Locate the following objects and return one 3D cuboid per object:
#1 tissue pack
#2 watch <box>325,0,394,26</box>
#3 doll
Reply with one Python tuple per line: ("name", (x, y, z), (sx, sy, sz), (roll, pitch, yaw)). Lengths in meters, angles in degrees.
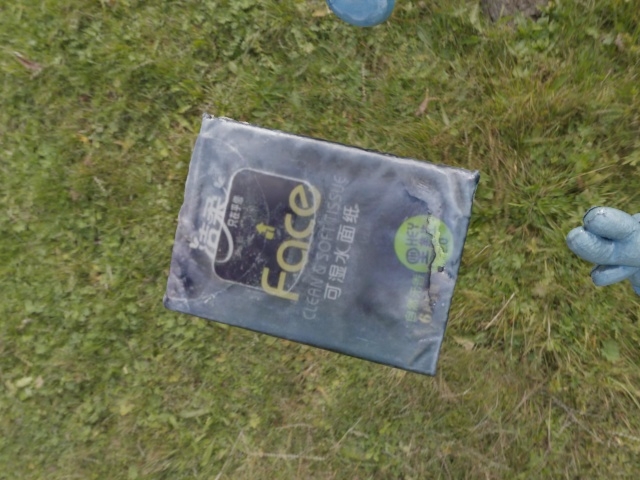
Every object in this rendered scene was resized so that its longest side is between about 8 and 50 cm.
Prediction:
("tissue pack", (0.000, 0.000, 0.517), (0.235, 0.073, 0.173), (14, 92, 7))
("watch", (0.074, -0.439, 0.908), (0.211, 0.193, 0.211), (11, 119, 20))
("doll", (0.329, -0.001, 0.643), (0.179, 0.075, 0.120), (19, 131, -19))
